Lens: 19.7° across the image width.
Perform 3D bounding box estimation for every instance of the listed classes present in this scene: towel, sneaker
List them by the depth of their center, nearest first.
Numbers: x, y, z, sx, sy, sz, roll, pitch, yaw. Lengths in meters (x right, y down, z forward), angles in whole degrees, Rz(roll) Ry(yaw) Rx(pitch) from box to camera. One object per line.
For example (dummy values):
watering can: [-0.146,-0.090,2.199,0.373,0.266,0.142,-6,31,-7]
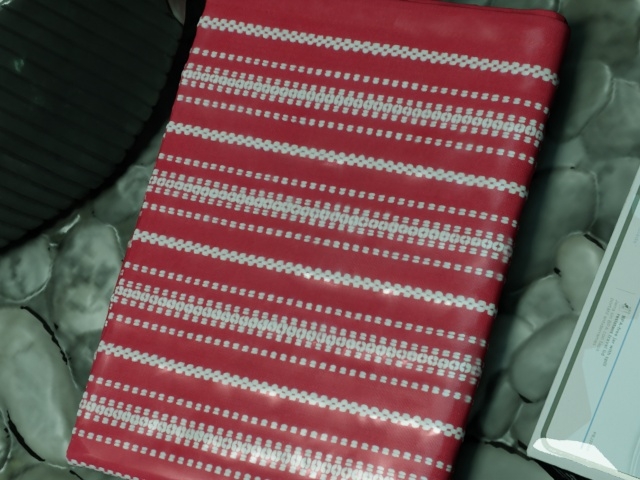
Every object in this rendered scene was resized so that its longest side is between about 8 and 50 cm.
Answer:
towel: [0.000,0.000,0.902,0.199,0.031,0.274,10,75,24]
sneaker: [-0.138,-0.144,0.972,0.330,0.122,0.146,-55,36,3]

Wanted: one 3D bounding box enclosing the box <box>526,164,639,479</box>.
box: [0.252,0.068,0.747,0.290,0.087,0.169,19,78,26]
